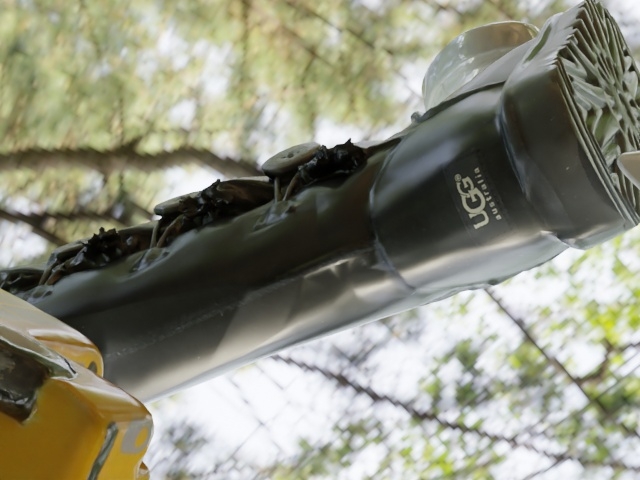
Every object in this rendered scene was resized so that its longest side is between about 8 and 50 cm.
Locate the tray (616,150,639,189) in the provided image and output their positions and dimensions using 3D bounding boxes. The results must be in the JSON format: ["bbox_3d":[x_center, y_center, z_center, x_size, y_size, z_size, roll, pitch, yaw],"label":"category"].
[{"bbox_3d":[0.284,0.029,0.927,0.145,0.030,0.270,-11,-130,-47],"label":"tray"}]

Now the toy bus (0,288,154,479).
[{"bbox_3d":[-0.211,0.045,0.751,0.333,0.130,0.108,26,-88,24],"label":"toy bus"}]

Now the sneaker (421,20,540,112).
[{"bbox_3d":[0.141,-0.058,1.421,0.106,0.290,0.123,-13,-117,-6],"label":"sneaker"}]

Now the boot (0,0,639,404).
[{"bbox_3d":[-0.001,0.000,1.205,0.146,0.445,0.367,65,-160,1],"label":"boot"}]
